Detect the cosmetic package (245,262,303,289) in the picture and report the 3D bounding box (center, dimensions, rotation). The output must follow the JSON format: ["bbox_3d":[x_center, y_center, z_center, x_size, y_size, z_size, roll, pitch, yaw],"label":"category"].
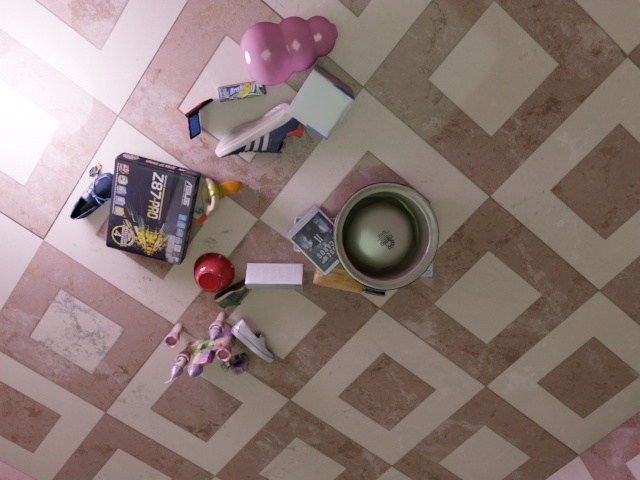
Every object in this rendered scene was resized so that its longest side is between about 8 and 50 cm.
[{"bbox_3d":[-0.192,0.153,1.992,0.238,0.099,0.060,1,150,2],"label":"cosmetic package"}]

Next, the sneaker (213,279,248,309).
[{"bbox_3d":[-0.367,0.242,2.064,0.192,0.064,0.086,-26,117,12],"label":"sneaker"}]

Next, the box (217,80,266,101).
[{"bbox_3d":[-0.289,-0.551,1.733,0.168,0.059,0.054,-7,113,5],"label":"box"}]

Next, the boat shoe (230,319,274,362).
[{"bbox_3d":[-0.288,0.457,2.130,0.084,0.095,0.258,-48,118,-10],"label":"boat shoe"}]

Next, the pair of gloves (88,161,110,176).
[{"bbox_3d":[-0.890,-0.265,1.898,0.083,0.010,0.074,43,108,-13],"label":"pair of gloves"}]

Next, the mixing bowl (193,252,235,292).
[{"bbox_3d":[-0.465,0.154,2.008,0.181,0.098,0.182,1,113,2],"label":"mixing bowl"}]

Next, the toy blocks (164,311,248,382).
[{"bbox_3d":[-0.510,0.526,2.074,0.288,0.260,0.309,-16,111,8],"label":"toy blocks"}]

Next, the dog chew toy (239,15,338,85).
[{"bbox_3d":[-0.102,-0.666,1.614,0.331,0.207,0.207,-20,110,1],"label":"dog chew toy"}]

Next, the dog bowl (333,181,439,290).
[{"bbox_3d":[0.239,-0.020,1.829,0.407,0.150,0.408,0,93,-7],"label":"dog bowl"}]

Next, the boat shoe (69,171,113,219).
[{"bbox_3d":[-0.908,-0.164,1.893,0.109,0.089,0.258,38,112,-17],"label":"boat shoe"}]

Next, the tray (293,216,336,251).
[{"bbox_3d":[0.028,-0.022,1.939,0.270,0.030,0.145,2,94,1],"label":"tray"}]

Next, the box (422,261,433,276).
[{"bbox_3d":[0.398,0.062,1.972,0.145,0.038,0.186,-1,113,3],"label":"box"}]

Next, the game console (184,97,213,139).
[{"bbox_3d":[-0.438,-0.451,1.734,0.124,0.144,0.085,-30,109,13],"label":"game console"}]

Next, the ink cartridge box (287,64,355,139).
[{"bbox_3d":[0.005,-0.490,1.655,0.171,0.233,0.168,33,112,-11],"label":"ink cartridge box"}]

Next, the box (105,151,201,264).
[{"bbox_3d":[-0.678,-0.123,1.903,0.318,0.097,0.395,15,112,-7],"label":"box"}]

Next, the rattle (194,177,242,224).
[{"bbox_3d":[-0.421,-0.159,1.915,0.130,0.142,0.200,36,130,22],"label":"rattle"}]

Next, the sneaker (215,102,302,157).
[{"bbox_3d":[-0.227,-0.371,1.777,0.349,0.131,0.148,-20,134,21],"label":"sneaker"}]

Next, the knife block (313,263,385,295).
[{"bbox_3d":[0.138,0.173,1.998,0.275,0.088,0.242,-30,107,13],"label":"knife block"}]

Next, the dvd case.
[{"bbox_3d":[0.000,0.000,1.910,0.179,0.029,0.239,-45,90,2],"label":"dvd case"}]
